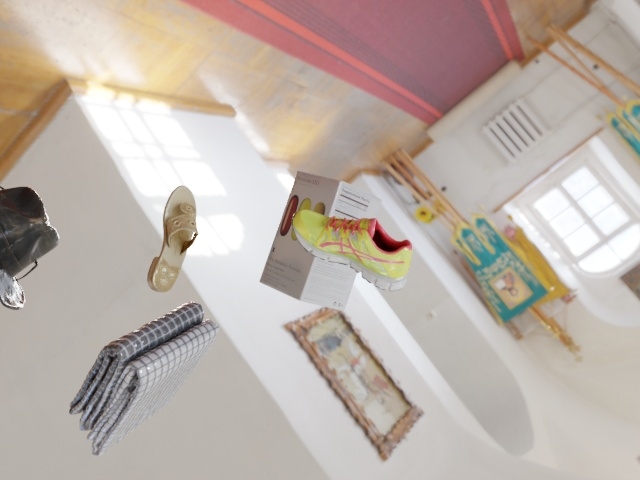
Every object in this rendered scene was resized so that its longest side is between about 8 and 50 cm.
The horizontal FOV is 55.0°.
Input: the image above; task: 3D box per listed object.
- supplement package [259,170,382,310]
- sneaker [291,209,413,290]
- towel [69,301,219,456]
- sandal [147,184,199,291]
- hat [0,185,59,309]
[{"bbox_3d":[0.000,0.000,1.250,0.134,0.139,0.244,19,89,-45],"label":"supplement package"},{"bbox_3d":[0.055,-0.008,0.972,0.081,0.209,0.094,-56,170,-52],"label":"sneaker"},{"bbox_3d":[-0.358,0.267,1.243,0.283,0.121,0.235,-53,168,31],"label":"towel"},{"bbox_3d":[-0.289,-0.004,1.300,0.079,0.240,0.088,0,158,39],"label":"sandal"},{"bbox_3d":[-0.602,-0.021,1.225,0.134,0.331,0.331,-21,163,-19],"label":"hat"}]
